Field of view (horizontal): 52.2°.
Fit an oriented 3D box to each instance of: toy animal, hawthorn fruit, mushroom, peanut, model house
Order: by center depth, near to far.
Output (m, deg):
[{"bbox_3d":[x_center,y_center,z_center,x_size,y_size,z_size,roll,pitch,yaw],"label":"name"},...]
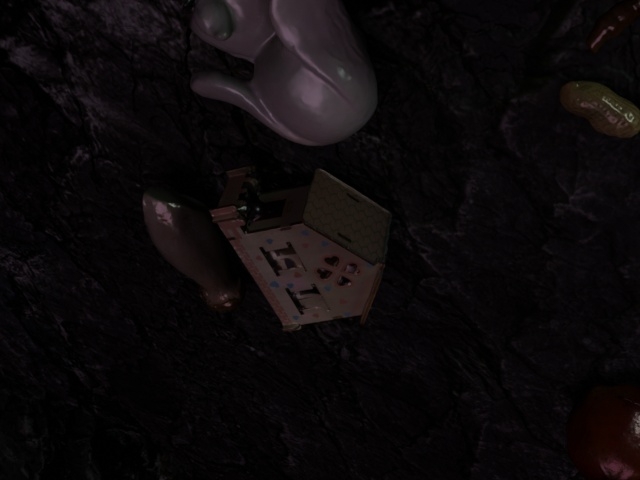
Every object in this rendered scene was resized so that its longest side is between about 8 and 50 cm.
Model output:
[{"bbox_3d":[0.358,-0.169,0.835,0.113,0.054,0.054,31,139,-1],"label":"peanut"},{"bbox_3d":[-0.048,-0.261,0.853,0.289,0.174,0.249,25,140,4],"label":"toy animal"},{"bbox_3d":[0.000,0.000,1.121,0.244,0.169,0.326,-9,130,24],"label":"model house"},{"bbox_3d":[0.533,0.369,1.184,0.185,0.202,0.185,19,146,13],"label":"hawthorn fruit"},{"bbox_3d":[-0.243,0.013,1.267,0.128,0.128,0.350,3,141,24],"label":"mushroom"}]

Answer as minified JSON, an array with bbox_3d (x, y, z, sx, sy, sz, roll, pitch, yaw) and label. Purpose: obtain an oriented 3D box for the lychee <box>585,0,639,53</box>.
[{"bbox_3d":[0.347,-0.296,0.564,0.255,0.255,0.300,22,107,5],"label":"lychee"}]
